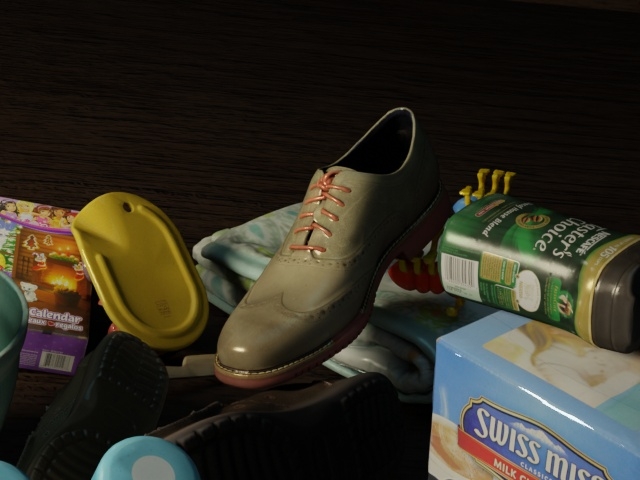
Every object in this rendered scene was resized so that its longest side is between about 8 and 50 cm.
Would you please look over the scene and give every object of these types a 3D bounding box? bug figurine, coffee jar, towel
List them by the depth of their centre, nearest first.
[{"bbox_3d":[0.190,0.024,1.238,0.184,0.079,0.096,19,33,37],"label":"coffee jar"},{"bbox_3d":[0.109,-0.007,1.690,0.216,0.072,0.279,11,25,23],"label":"bug figurine"},{"bbox_3d":[0.087,0.049,1.749,0.374,0.090,0.321,26,29,36],"label":"towel"}]

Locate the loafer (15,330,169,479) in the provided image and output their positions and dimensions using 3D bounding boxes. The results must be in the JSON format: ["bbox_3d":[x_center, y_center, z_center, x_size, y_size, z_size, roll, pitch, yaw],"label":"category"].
[{"bbox_3d":[-0.201,0.190,1.326,0.102,0.092,0.268,39,36,-12],"label":"loafer"}]

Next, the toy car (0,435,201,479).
[{"bbox_3d":[-0.164,0.289,1.032,0.210,0.219,0.238,-5,55,-28],"label":"toy car"}]

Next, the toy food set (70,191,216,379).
[{"bbox_3d":[-0.186,0.061,1.603,0.128,0.071,0.217,-9,68,-44],"label":"toy food set"}]

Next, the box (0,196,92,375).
[{"bbox_3d":[-0.376,0.027,1.587,0.293,0.057,0.201,10,37,-13],"label":"box"}]

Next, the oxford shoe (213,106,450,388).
[{"bbox_3d":[0.000,0.000,1.477,0.123,0.130,0.348,8,39,30],"label":"oxford shoe"}]

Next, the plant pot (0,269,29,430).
[{"bbox_3d":[-0.383,0.138,1.253,0.293,0.196,0.293,6,23,-3],"label":"plant pot"}]

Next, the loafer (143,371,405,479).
[{"bbox_3d":[-0.069,0.200,1.331,0.130,0.133,0.366,-6,1,36],"label":"loafer"}]

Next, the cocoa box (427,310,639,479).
[{"bbox_3d":[0.285,0.163,1.307,0.347,0.227,0.231,-21,35,-36],"label":"cocoa box"}]
